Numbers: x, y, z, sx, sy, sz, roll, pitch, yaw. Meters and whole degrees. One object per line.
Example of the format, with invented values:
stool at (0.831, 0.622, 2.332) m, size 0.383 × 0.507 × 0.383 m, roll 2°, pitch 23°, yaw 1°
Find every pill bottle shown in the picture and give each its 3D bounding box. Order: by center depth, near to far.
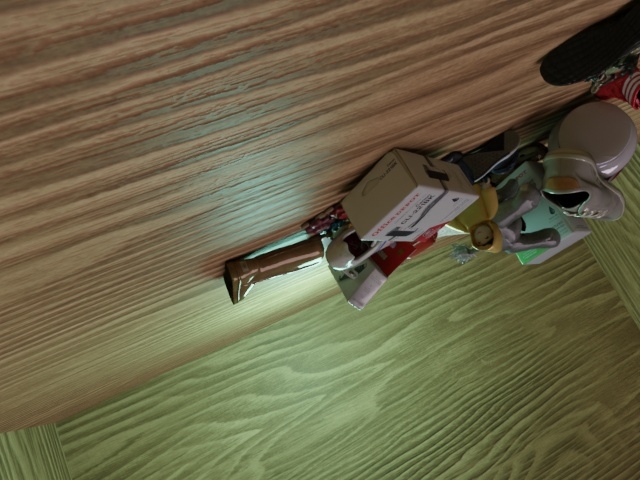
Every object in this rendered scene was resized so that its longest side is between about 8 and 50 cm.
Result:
pill bottle at (0.830, -0.286, 1.397) m, size 0.229 × 0.229 × 0.407 m, roll -31°, pitch 165°, yaw 24°

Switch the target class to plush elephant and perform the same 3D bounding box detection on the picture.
plush elephant at (0.555, -0.090, 1.448) m, size 0.330 × 0.255 × 0.272 m, roll -29°, pitch 128°, yaw 34°

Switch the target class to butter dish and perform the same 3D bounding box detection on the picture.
butter dish at (0.359, -0.038, 1.618) m, size 0.118 × 0.160 × 0.160 m, roll -9°, pitch 160°, yaw -35°

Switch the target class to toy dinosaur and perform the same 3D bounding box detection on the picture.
toy dinosaur at (0.666, -0.393, 0.995) m, size 0.118 × 0.064 × 0.268 m, roll -39°, pitch 180°, yaw -13°

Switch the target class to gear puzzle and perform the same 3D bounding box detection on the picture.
gear puzzle at (0.121, -0.097, 1.197) m, size 0.339 × 0.044 × 0.175 m, roll -31°, pitch 166°, yaw 22°

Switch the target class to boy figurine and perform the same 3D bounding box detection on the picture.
boy figurine at (0.393, -0.088, 1.220) m, size 0.177 × 0.285 × 0.092 m, roll -30°, pitch 167°, yaw 33°

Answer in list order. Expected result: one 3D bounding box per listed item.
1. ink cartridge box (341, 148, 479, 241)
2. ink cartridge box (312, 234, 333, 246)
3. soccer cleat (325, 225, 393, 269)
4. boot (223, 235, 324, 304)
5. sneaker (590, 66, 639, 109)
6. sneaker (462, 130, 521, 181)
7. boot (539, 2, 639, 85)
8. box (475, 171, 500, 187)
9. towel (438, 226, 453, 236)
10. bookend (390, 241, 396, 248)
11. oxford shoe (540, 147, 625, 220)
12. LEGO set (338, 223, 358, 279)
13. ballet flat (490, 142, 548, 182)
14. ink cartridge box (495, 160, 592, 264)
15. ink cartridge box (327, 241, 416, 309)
ink cartridge box at (0.217, -0.097, 1.087) m, size 0.273 × 0.114 × 0.197 m, roll 2°, pitch 143°, yaw -44°
ink cartridge box at (0.000, 0.000, 1.387) m, size 0.063 × 0.029 × 0.115 m, roll -28°, pitch 165°, yaw 10°
soccer cleat at (0.159, -0.023, 1.270) m, size 0.331 × 0.116 × 0.143 m, roll -36°, pitch -179°, yaw -28°
boot at (-0.136, 0.090, 1.306) m, size 0.269 × 0.089 × 0.236 m, roll -17°, pitch 164°, yaw -20°
sneaker at (0.775, -0.375, 1.164) m, size 0.087 × 0.128 × 0.221 m, roll -32°, pitch 166°, yaw 23°
sneaker at (0.473, -0.214, 1.319) m, size 0.226 × 0.086 × 0.163 m, roll -30°, pitch 164°, yaw 15°
boot at (0.555, -0.366, 0.895) m, size 0.246 × 0.083 × 0.161 m, roll -28°, pitch 173°, yaw 17°
box at (0.621, -0.175, 1.790) m, size 0.257 × 0.079 × 0.322 m, roll -28°, pitch 167°, yaw 2°
towel at (0.469, -0.051, 1.804) m, size 0.317 × 0.053 × 0.332 m, roll -12°, pitch 169°, yaw 20°
bookend at (0.234, 0.005, 1.708) m, size 0.072 × 0.156 × 0.157 m, roll -24°, pitch 127°, yaw -9°
oxford shoe at (0.747, -0.121, 1.297) m, size 0.169 × 0.130 × 0.449 m, roll 4°, pitch 167°, yaw 45°
LEGO set at (0.139, -0.019, 1.425) m, size 0.287 × 0.132 × 0.107 m, roll -47°, pitch -172°, yaw -10°
ballet flat at (0.679, -0.275, 1.565) m, size 0.206 × 0.073 × 0.067 m, roll -33°, pitch 138°, yaw 19°
ink cartridge box at (0.722, -0.093, 1.531) m, size 0.121 × 0.289 × 0.211 m, roll -1°, pitch 148°, yaw -34°
ink cartridge box at (0.157, 0.059, 1.510) m, size 0.261 × 0.066 × 0.296 m, roll -49°, pitch -159°, yaw 7°
